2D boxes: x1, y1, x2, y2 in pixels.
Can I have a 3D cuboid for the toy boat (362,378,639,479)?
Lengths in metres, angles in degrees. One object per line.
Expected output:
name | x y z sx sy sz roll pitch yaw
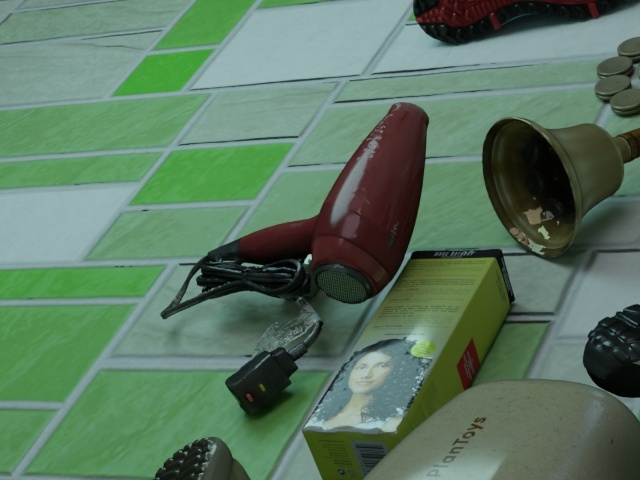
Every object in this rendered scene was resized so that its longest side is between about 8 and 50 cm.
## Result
toy boat | 0.156 0.202 1.100 0.318 0.148 0.267 0 30 45

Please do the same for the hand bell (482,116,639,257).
hand bell | 0.275 -0.083 1.536 0.242 0.126 0.126 -21 27 -27

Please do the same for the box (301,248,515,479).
box | 0.075 0.095 1.383 0.087 0.058 0.232 -2 34 30

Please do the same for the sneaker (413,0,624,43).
sneaker | 0.229 -0.299 1.891 0.262 0.104 0.125 -9 30 19

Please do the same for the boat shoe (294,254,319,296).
boat shoe | 0.000 -0.001 1.596 0.042 0.049 0.133 10 46 30

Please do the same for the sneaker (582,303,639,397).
sneaker | 0.296 0.107 1.086 0.283 0.124 0.107 1 14 -17

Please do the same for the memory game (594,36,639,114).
memory game | 0.354 -0.169 1.691 0.186 0.012 0.186 -15 30 9

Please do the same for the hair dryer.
hair dryer | -0.015 -0.009 1.500 0.293 0.080 0.223 -42 38 0

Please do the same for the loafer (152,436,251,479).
loafer | -0.092 0.259 1.184 0.102 0.092 0.268 -29 32 47
